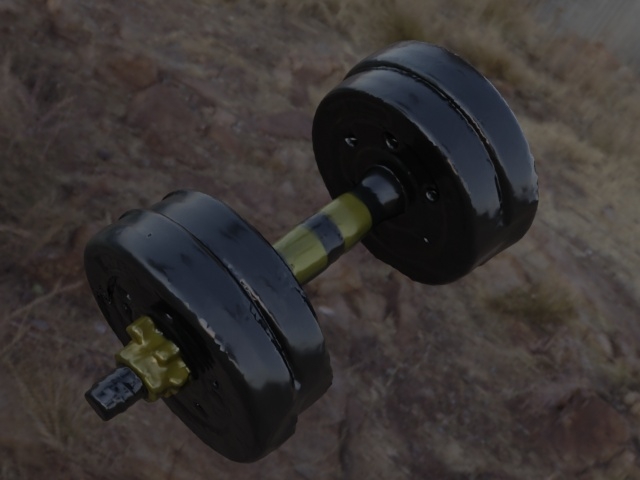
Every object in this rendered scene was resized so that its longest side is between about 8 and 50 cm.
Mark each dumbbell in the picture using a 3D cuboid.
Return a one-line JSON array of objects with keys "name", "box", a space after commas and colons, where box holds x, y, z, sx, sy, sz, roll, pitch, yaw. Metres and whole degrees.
[{"name": "dumbbell", "box": [0.000, 0.000, 0.663, 0.388, 0.185, 0.185, -36, 67, -26]}]
